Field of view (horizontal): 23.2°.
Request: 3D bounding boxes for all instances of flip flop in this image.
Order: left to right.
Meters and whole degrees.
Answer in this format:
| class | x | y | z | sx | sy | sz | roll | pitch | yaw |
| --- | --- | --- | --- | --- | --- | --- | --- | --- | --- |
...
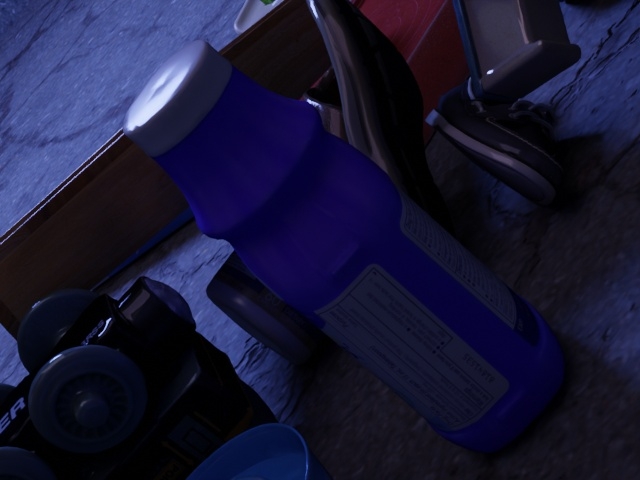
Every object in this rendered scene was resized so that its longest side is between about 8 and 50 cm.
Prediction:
| class | x | y | z | sx | sy | sz | roll | pitch | yaw |
| --- | --- | --- | --- | --- | --- | --- | --- | --- | --- |
| flip flop | 0.027 | -0.067 | 1.089 | 0.080 | 0.112 | 0.277 | -26 | 63 | 22 |

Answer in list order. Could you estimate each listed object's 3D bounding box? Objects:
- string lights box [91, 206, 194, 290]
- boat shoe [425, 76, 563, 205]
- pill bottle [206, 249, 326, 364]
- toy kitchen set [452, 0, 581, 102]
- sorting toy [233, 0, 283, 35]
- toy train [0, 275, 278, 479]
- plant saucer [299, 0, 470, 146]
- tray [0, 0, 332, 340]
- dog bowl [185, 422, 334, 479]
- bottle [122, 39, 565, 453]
| class | x | y | z | sx | sy | sz | roll | pitch | yaw |
| --- | --- | --- | --- | --- | --- | --- | --- | --- | --- |
| string lights box | -0.175 | -0.064 | 1.628 | 0.259 | 0.076 | 0.133 | -34 | 28 | 34 |
| boat shoe | 0.128 | -0.080 | 1.082 | 0.065 | 0.075 | 0.206 | -51 | 17 | 4 |
| pill bottle | 0.000 | 0.000 | 1.164 | 0.169 | 0.094 | 0.094 | -53 | 22 | -9 |
| toy kitchen set | 0.162 | -0.172 | 1.122 | 0.122 | 0.207 | 0.166 | -26 | 70 | 44 |
| sorting toy | -0.011 | -0.347 | 1.839 | 0.208 | 0.038 | 0.193 | -27 | 30 | 43 |
| toy train | -0.177 | 0.183 | 1.069 | 0.334 | 0.190 | 0.142 | -48 | 24 | 4 |
| plant saucer | 0.058 | -0.165 | 1.395 | 0.259 | 0.047 | 0.258 | -6 | 47 | 59 |
| tray | -0.113 | -0.078 | 1.255 | 0.203 | 0.076 | 0.411 | -39 | 8 | 25 |
| dog bowl | -0.086 | 0.249 | 0.945 | 0.297 | 0.074 | 0.166 | -48 | 22 | 1 |
| bottle | 0.014 | 0.004 | 0.875 | 0.092 | 0.283 | 0.118 | -47 | 23 | 5 |
